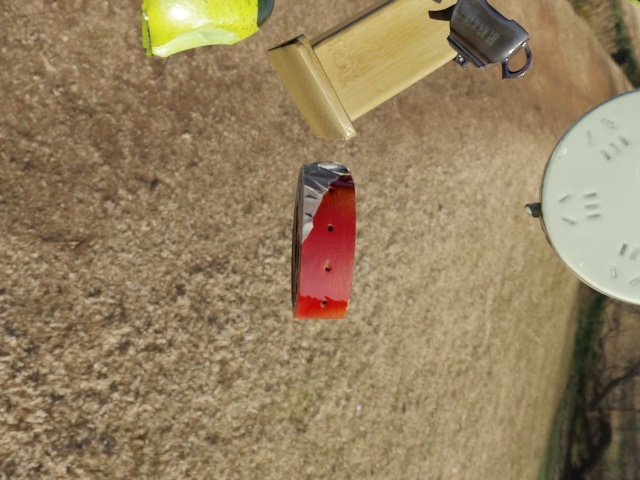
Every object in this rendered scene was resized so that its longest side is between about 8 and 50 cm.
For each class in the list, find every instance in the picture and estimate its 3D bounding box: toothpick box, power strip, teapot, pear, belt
[{"bbox_3d":[0.097,-0.338,1.192,0.190,0.308,0.187,60,-11,-17],"label":"toothpick box"},{"bbox_3d":[0.509,-0.063,1.050,0.161,0.358,0.357,7,70,-72],"label":"power strip"},{"bbox_3d":[0.242,-0.308,1.014,0.177,0.096,0.087,42,17,6],"label":"teapot"},{"bbox_3d":[-0.222,-0.452,1.285,0.292,0.293,0.159,-25,110,-61],"label":"pear"},{"bbox_3d":[0.000,0.000,1.357,0.227,0.115,0.323,-141,-126,-79],"label":"belt"}]

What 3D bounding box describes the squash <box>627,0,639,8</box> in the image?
[{"bbox_3d":[0.733,-0.594,1.420,0.041,0.219,0.219,31,50,-68],"label":"squash"}]
